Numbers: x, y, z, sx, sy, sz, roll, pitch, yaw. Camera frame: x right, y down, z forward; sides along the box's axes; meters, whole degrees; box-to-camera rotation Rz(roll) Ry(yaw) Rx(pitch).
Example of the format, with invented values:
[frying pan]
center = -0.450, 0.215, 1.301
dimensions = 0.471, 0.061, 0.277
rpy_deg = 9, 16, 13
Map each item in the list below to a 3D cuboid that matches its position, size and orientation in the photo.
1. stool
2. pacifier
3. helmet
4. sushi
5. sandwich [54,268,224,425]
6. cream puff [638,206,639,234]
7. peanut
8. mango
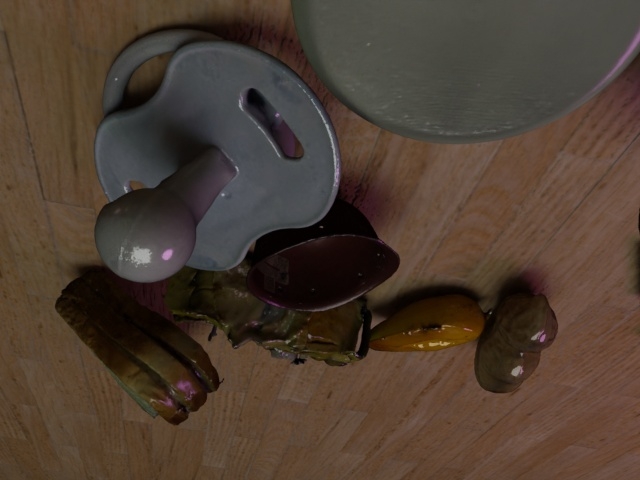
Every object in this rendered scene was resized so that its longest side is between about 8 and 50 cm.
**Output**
[stool]
center = 0.084, -0.193, 0.375
dimensions = 0.195, 0.199, 0.195
rpy_deg = -8, 141, 14
[pacifier]
center = -0.129, -0.056, 0.563
dimensions = 0.287, 0.226, 0.238
rpy_deg = -24, 115, 32
[helmet]
center = 0.000, 0.000, 0.705
dimensions = 0.175, 0.106, 0.155
rpy_deg = -21, 145, 26
[sushi]
center = -0.070, 0.110, 0.837
dimensions = 0.291, 0.139, 0.131
rpy_deg = 21, 148, -21
[sandwich]
center = -0.248, 0.193, 0.907
dimensions = 0.254, 0.099, 0.288
rpy_deg = 29, 152, 26
[cream puff]
center = 0.351, -0.082, 0.424
dimensions = 0.185, 0.282, 0.282
rpy_deg = 17, 145, 15
[peanut]
center = 0.274, 0.142, 0.857
dimensions = 0.085, 0.104, 0.228
rpy_deg = 11, 141, 6
[mango]
center = 0.151, 0.123, 0.872
dimensions = 0.187, 0.066, 0.101
rpy_deg = -20, 147, 19
